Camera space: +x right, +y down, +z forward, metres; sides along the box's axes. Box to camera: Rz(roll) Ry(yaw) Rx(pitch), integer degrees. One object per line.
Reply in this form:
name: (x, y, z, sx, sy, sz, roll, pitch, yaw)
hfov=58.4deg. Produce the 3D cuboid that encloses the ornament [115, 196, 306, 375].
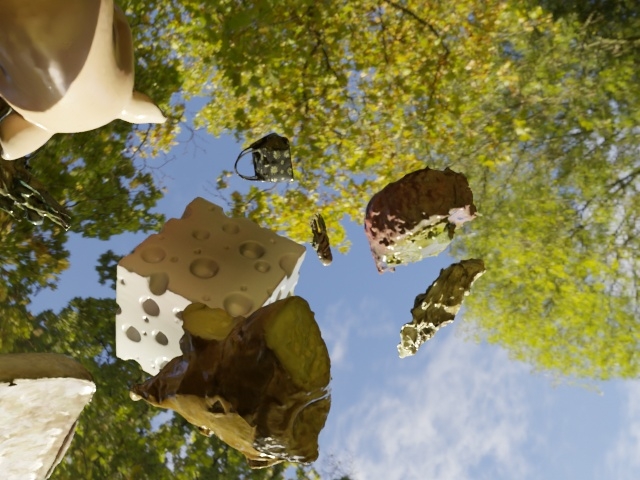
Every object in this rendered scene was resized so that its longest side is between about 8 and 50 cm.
ornament: (-0.200, 0.110, 1.040, 0.240, 0.239, 0.239, 25, -141, 10)

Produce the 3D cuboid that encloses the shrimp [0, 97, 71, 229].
shrimp: (-0.551, -0.205, 1.049, 0.272, 0.085, 0.445, -37, -106, -6)

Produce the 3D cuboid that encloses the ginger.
ginger: (-0.108, 0.175, 0.693, 0.123, 0.270, 0.218, -28, -79, -54)

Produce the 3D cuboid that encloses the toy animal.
toy animal: (-0.307, -0.245, 0.627, 0.195, 0.256, 0.212, -20, -111, -13)

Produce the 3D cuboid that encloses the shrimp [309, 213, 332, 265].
shrimp: (-0.002, -0.002, 0.989, 0.029, 0.038, 0.092, -12, -84, -34)

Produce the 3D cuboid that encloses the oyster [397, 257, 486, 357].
oyster: (0.317, 0.179, 1.568, 0.115, 0.238, 0.351, 41, -84, 10)

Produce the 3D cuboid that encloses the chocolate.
chocolate: (-0.383, 0.223, 0.617, 0.185, 0.100, 0.303, 10, -54, -45)

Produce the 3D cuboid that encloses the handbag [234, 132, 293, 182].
handbag: (-0.136, -0.180, 1.333, 0.139, 0.072, 0.115, -21, -59, -29)

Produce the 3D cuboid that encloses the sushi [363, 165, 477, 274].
sushi: (0.128, -0.021, 0.896, 0.162, 0.241, 0.107, 1, -117, -45)
